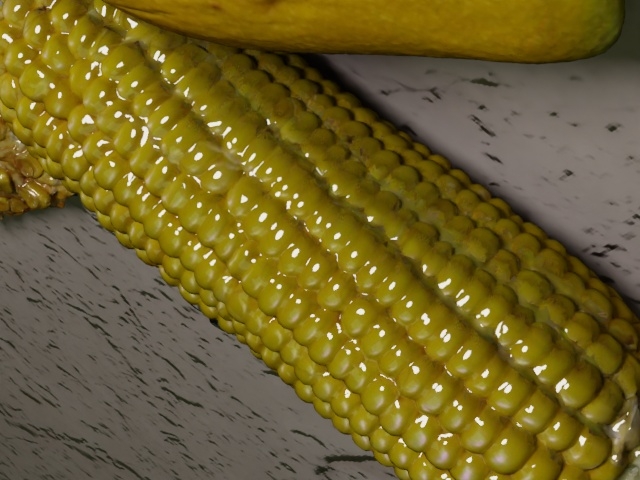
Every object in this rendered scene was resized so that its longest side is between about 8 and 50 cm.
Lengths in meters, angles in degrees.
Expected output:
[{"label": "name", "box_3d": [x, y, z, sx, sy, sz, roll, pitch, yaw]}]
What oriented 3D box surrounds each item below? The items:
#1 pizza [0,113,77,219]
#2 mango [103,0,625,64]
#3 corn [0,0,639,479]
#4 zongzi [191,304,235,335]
[{"label": "pizza", "box_3d": [-0.214, -0.054, 0.915, 0.131, 0.041, 0.178, 33, 147, 6]}, {"label": "mango", "box_3d": [-0.027, -0.151, 0.542, 0.317, 0.119, 0.176, 24, 137, 15]}, {"label": "corn", "box_3d": [0.000, 0.000, 0.683, 0.387, 0.144, 0.144, 36, 148, 9]}, {"label": "zongzi", "box_3d": [-0.058, -0.004, 0.817, 0.119, 0.055, 0.109, 56, 147, -5]}]
